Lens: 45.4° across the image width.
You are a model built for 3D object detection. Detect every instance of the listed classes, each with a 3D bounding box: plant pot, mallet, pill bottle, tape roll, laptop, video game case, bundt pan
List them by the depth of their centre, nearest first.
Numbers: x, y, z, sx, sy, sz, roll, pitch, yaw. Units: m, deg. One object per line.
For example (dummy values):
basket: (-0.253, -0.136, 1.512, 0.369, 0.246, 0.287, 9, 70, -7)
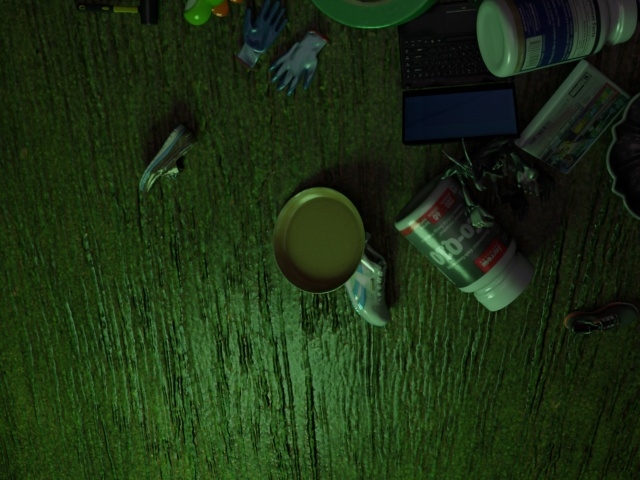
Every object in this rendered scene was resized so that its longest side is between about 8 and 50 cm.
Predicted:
pill bottle: (0.442, -0.407, 1.438, 0.264, 0.153, 0.153, -14, 107, -8)
tape roll: (0.105, -0.574, 1.474, 0.321, 0.077, 0.321, 6, 107, 20)
bundt pan: (0.725, -0.186, 1.510, 0.330, 0.124, 0.331, 3, 109, 9)
video game case: (0.505, -0.241, 1.525, 0.183, 0.023, 0.201, 19, 117, -40)
laptop: (0.273, -0.338, 1.528, 0.234, 0.136, 0.264, -3, 108, 10)
pill bottle: (0.309, 0.007, 1.626, 0.283, 0.161, 0.161, 43, 110, -6)
mallet: (-0.437, -0.491, 1.654, 0.189, 0.039, 0.062, -1, 105, 14)
plant pot: (0.000, 0.000, 1.700, 0.236, 0.032, 0.236, -2, 87, 31)

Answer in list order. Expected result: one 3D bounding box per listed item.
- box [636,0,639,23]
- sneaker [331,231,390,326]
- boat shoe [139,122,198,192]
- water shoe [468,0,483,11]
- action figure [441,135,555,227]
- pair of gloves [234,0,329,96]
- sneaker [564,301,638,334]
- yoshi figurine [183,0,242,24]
box: (0.634, -0.528, 1.417, 0.153, 0.108, 0.207, -21, 104, 15)
sneaker: (0.109, 0.089, 1.726, 0.092, 0.087, 0.229, -21, 104, 23)
boat shoe: (-0.342, -0.173, 1.726, 0.066, 0.066, 0.183, 36, 111, -5)
water shoe: (0.301, -0.537, 1.502, 0.080, 0.073, 0.203, -32, 91, -20)
action figure: (0.357, -0.114, 1.515, 0.275, 0.141, 0.164, 15, 141, -41)
pair of gloves: (-0.088, -0.412, 1.626, 0.198, 0.023, 0.159, 35, 109, -4)
sneaker: (0.621, 0.182, 1.684, 0.158, 0.065, 0.061, -15, 105, 14)
yoshi figurine: (-0.223, -0.611, 1.503, 0.203, 0.203, 0.362, 36, 114, 14)
